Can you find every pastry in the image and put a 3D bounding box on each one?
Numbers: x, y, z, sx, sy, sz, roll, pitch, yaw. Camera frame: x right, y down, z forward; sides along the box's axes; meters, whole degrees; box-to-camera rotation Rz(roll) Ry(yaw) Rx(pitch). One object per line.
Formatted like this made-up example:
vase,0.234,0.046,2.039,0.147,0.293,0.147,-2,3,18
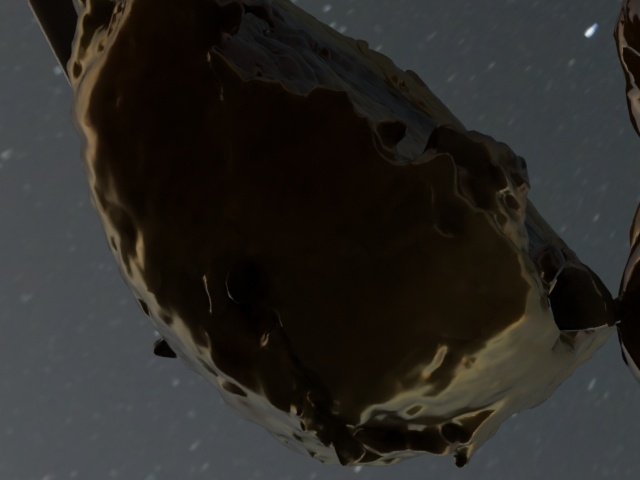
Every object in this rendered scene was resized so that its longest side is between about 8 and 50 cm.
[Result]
pastry,-0.002,-0.003,0.805,0.256,0.237,0.170,41,-82,25

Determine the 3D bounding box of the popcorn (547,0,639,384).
popcorn,0.153,-0.017,0.498,0.140,0.194,0.163,-7,-34,31

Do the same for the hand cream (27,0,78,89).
hand cream,-0.146,-0.139,1.180,0.255,0.079,0.048,60,-19,2
